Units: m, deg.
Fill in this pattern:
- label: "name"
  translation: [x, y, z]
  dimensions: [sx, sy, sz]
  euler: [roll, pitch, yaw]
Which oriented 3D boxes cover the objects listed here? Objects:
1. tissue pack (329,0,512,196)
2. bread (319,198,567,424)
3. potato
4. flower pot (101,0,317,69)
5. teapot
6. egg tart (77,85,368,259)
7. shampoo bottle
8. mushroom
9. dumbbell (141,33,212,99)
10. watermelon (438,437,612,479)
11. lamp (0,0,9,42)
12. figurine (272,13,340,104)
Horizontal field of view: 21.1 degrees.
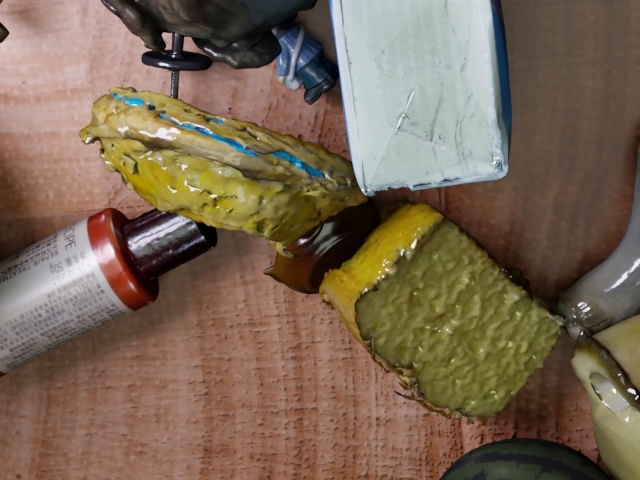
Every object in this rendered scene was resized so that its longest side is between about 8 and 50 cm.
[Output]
- label: "tissue pack"
  translation: [0.092, -0.168, 1.530]
  dimensions: [0.146, 0.263, 0.198]
  euler: [-6, 104, 5]
- label: "bread"
  translation: [0.101, 0.056, 1.640]
  dimensions: [0.160, 0.147, 0.260]
  euler: [-51, 131, 6]
- label: "potato"
  translation: [0.383, 0.169, 1.632]
  dimensions: [0.242, 0.242, 0.285]
  euler: [-26, 98, 10]
- label: "flower pot"
  translation: [-0.109, -0.302, 1.478]
  dimensions: [0.213, 0.302, 0.301]
  euler: [24, 108, 33]
- label: "teapot"
  translation: [0.000, 0.000, 1.682]
  dimensions: [0.129, 0.078, 0.098]
  euler: [-45, 141, 14]
- label: "egg tart"
  translation: [-0.083, -0.056, 1.553]
  dimensions: [0.291, 0.291, 0.107]
  euler: [17, 91, -1]
- label: "shampoo bottle"
  translation: [-0.232, 0.037, 1.688]
  dimensions: [0.278, 0.104, 0.104]
  euler: [-26, 101, 9]
- label: "mushroom"
  translation: [0.318, -0.016, 1.645]
  dimensions: [0.096, 0.099, 0.278]
  euler: [26, 108, 2]
- label: "dumbbell"
  translation: [-0.135, -0.199, 1.638]
  dimensions: [0.069, 0.069, 0.147]
  euler: [6, 105, 2]
- label: "watermelon"
  translation: [0.202, 0.294, 1.673]
  dimensions: [0.212, 0.212, 0.212]
  euler: [1, 105, 4]
- label: "lamp"
  translation: [-0.259, -0.288, 1.594]
  dimensions: [0.121, 0.121, 0.214]
  euler: [41, 93, -7]
- label: "figurine"
  translation: [-0.033, -0.197, 1.630]
  dimensions: [0.136, 0.077, 0.079]
  euler: [39, 124, -9]
